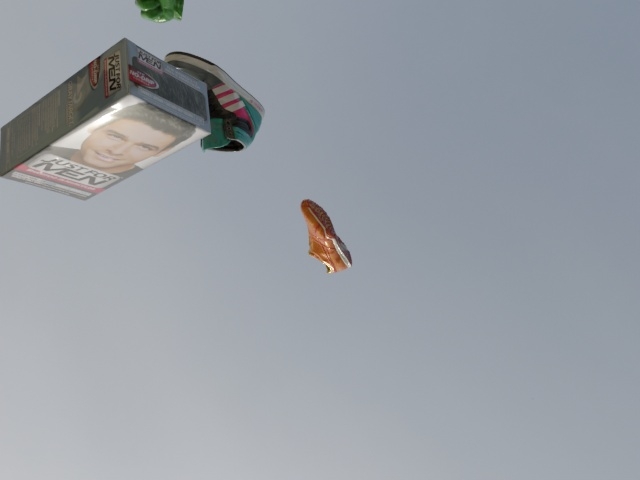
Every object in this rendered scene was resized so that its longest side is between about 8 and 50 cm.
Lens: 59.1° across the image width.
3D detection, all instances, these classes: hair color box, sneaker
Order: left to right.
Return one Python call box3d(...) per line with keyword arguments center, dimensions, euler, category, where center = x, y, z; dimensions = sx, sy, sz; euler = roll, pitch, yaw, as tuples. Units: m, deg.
box3d(center=(-0.406, -0.205, 1.051), dimensions=(0.375, 0.185, 0.113), euler=(-20, -112, 29), category="hair color box")
box3d(center=(-0.268, -0.306, 1.365), dimensions=(0.124, 0.296, 0.178), euler=(-11, -120, 42), category="sneaker")
box3d(center=(0.000, 0.000, 1.015), dimensions=(0.068, 0.175, 0.064), euler=(-21, -144, 11), category="sneaker")

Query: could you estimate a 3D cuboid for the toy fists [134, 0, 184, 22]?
box3d(center=(-0.448, -0.748, 1.575), dimensions=(0.096, 0.142, 0.279), euler=(-110, -150, -46), category="toy fists")
